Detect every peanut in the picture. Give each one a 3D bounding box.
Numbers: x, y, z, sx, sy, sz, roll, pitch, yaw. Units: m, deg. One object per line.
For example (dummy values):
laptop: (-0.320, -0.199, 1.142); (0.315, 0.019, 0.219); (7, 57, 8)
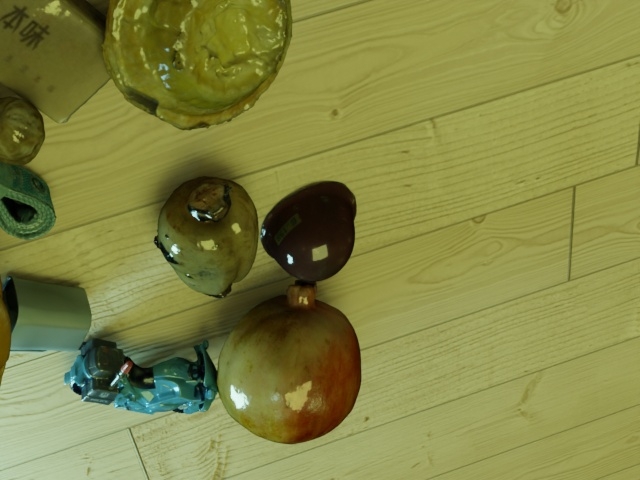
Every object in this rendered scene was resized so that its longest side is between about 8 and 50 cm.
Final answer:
peanut: (-0.404, -0.141, 1.540); (0.089, 0.089, 0.193); (-12, 179, -15)

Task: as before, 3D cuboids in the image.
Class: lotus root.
lotus root: (-0.171, -0.008, 1.790); (0.154, 0.140, 0.257); (-25, 148, -20)

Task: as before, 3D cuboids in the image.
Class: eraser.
eraser: (-0.398, -0.290, 1.458); (0.144, 0.078, 0.343); (-41, 135, 13)

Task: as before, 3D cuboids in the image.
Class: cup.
cup: (-0.436, 0.128, 1.826); (0.129, 0.095, 0.128); (9, 129, -33)

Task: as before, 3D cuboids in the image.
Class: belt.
belt: (-0.483, -0.094, 1.608); (0.087, 0.072, 0.302); (-36, 137, 17)

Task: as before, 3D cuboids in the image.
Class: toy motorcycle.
toy motorcycle: (-0.279, 0.231, 1.971); (0.272, 0.123, 0.182); (15, 139, -32)

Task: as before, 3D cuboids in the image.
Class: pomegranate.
pomegranate: (-0.045, 0.193, 1.967); (0.252, 0.229, 0.270); (-28, 132, -56)

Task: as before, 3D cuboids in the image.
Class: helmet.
helmet: (0.000, 0.000, 1.901); (0.175, 0.106, 0.155); (-44, 134, 12)

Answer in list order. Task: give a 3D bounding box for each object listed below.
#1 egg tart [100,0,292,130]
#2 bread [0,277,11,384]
egg tart: (-0.139, -0.269, 1.521); (0.290, 0.115, 0.290); (-19, 125, -29)
bread: (-0.601, 0.144, 1.652); (0.329, 0.245, 0.424); (3, 125, -26)
